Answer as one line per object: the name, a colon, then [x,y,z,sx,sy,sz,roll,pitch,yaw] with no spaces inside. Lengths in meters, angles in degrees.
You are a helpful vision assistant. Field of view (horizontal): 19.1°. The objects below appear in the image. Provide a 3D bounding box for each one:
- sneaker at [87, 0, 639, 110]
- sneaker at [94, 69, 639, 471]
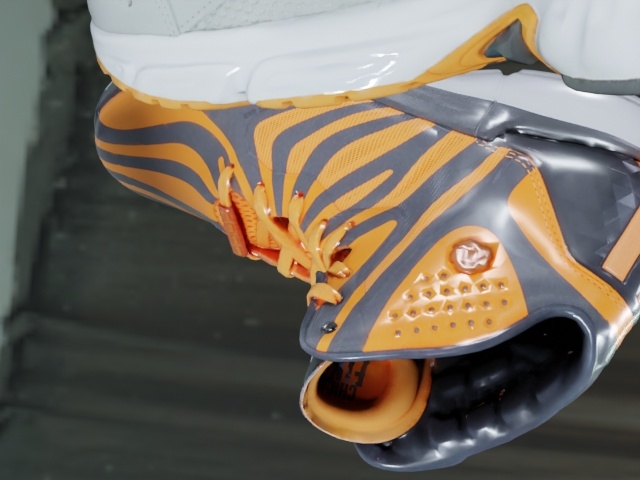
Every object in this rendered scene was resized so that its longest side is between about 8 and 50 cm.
sneaker: [0.033,-0.100,0.476,0.099,0.262,0.121,-22,105,-44]
sneaker: [0.000,0.000,0.894,0.180,0.321,0.124,-62,143,-30]
